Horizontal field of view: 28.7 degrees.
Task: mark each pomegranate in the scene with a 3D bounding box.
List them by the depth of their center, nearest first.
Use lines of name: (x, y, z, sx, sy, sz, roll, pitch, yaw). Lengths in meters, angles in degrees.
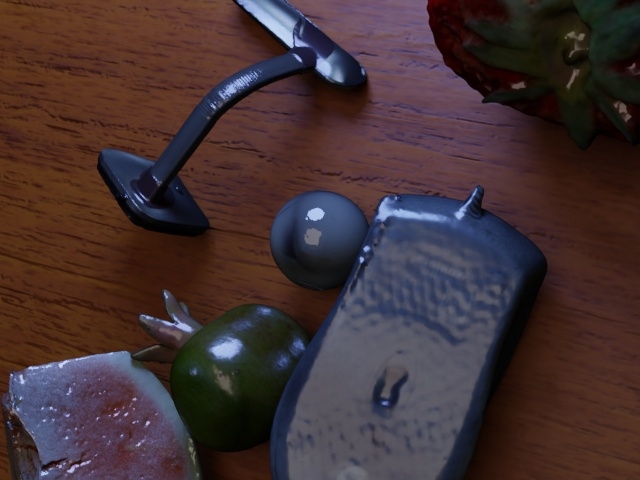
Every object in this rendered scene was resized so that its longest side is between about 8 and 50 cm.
pomegranate: (-0.101, 0.128, 1.270, 0.191, 0.152, 0.131, 21, 127, 28)

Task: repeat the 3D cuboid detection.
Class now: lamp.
lamp: (0.000, 0.000, 1.273, 0.105, 0.105, 0.105, -4, 78, 21)
lamp: (-0.122, -0.158, 1.350, 0.283, 0.124, 0.203, -44, 57, 6)

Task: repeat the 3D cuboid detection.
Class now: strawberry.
strawberry: (0.261, -0.237, 1.153, 0.292, 0.310, 0.292, 14, 120, 25)

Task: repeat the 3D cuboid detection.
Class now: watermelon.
watermelon: (-0.235, 0.279, 1.270, 0.224, 0.180, 0.305, -27, 66, 23)

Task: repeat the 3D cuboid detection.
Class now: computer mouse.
computer mouse: (0.084, 0.121, 1.206, 0.188, 0.122, 0.371, 23, 84, 14)
